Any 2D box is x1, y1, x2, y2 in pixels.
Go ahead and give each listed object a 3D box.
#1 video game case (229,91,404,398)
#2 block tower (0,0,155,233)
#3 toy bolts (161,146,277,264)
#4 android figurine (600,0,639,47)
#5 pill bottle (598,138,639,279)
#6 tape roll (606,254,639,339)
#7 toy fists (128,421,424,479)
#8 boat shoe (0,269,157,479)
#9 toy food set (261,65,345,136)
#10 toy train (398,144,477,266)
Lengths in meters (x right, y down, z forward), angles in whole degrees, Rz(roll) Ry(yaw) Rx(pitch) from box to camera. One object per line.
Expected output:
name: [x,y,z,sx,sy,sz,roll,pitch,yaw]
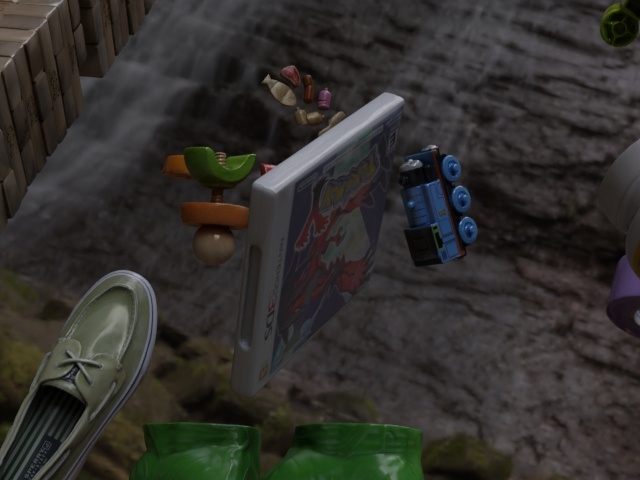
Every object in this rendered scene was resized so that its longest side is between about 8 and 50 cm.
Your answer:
video game case: [0.000,0.000,0.829,0.023,0.183,0.201,22,35,21]
block tower: [-0.206,-0.144,0.751,0.097,0.091,0.335,5,39,8]
toy bolts: [-0.120,-0.039,1.572,0.228,0.158,0.218,5,-3,-30]
android figurine: [0.388,-0.326,1.171,0.056,0.248,0.273,30,25,4]
pill bottle: [0.472,0.024,1.216,0.188,0.188,0.334,18,29,-46]
tape roll: [0.626,0.111,1.800,0.274,0.090,0.275,18,-17,6]
toy fists: [-0.045,0.217,0.847,0.279,0.142,0.096,-5,-17,28]
boat shoe: [-0.268,0.167,1.195,0.109,0.302,0.094,22,-18,3]
toy food set: [-0.024,-0.213,1.607,0.122,0.078,0.019,48,-19,-1]
toy train: [0.173,-0.051,1.629,0.105,0.184,0.080,-21,8,-41]
